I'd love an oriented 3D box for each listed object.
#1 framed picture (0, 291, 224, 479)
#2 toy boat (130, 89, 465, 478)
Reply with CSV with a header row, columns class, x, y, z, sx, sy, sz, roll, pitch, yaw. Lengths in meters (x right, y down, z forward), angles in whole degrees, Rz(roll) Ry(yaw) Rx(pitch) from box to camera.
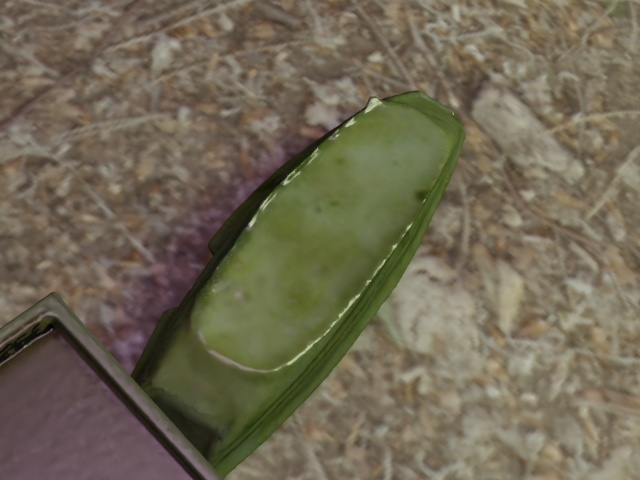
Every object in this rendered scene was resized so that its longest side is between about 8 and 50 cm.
class,x,y,z,sx,sy,sz,roll,pitch,yaw
framed picture,-0.158,0.160,0.588,0.265,0.018,0.192,-36,71,-27
toy boat,0.000,0.000,0.745,0.093,0.055,0.293,34,53,7
